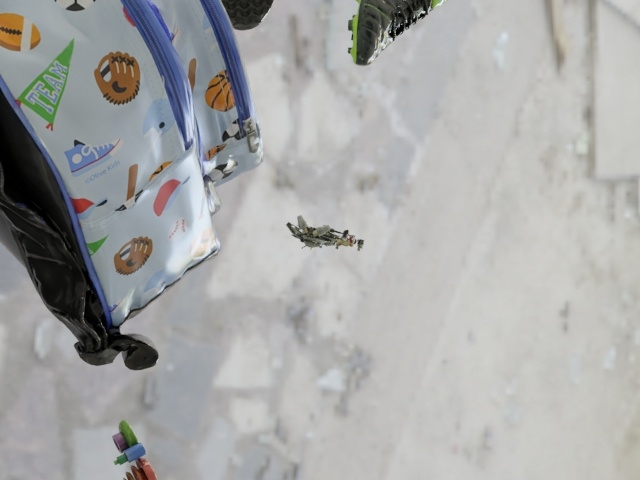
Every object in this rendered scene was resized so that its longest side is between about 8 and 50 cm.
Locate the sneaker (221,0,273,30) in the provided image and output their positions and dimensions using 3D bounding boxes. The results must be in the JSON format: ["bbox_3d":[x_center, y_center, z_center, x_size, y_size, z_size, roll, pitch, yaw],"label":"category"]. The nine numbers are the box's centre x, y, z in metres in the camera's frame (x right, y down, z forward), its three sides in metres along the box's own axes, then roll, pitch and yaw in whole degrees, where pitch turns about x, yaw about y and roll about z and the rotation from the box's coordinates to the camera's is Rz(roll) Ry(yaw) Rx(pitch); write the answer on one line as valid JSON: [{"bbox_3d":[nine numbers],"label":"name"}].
[{"bbox_3d":[-0.066,-0.255,1.261,0.075,0.057,0.161,-119,-158,-82],"label":"sneaker"}]

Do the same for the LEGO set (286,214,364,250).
[{"bbox_3d":[0.003,0.001,1.181,0.083,0.054,0.023,20,82,-41],"label":"LEGO set"}]

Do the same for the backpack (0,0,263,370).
[{"bbox_3d":[-0.166,-0.100,0.930,0.213,0.276,0.263,-45,154,-16],"label":"backpack"}]

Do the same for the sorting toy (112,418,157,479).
[{"bbox_3d":[-0.247,0.281,1.956,0.042,0.061,0.102,-26,74,-17],"label":"sorting toy"}]

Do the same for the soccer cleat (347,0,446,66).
[{"bbox_3d":[0.075,-0.222,1.392,0.060,0.072,0.179,88,20,-46],"label":"soccer cleat"}]
